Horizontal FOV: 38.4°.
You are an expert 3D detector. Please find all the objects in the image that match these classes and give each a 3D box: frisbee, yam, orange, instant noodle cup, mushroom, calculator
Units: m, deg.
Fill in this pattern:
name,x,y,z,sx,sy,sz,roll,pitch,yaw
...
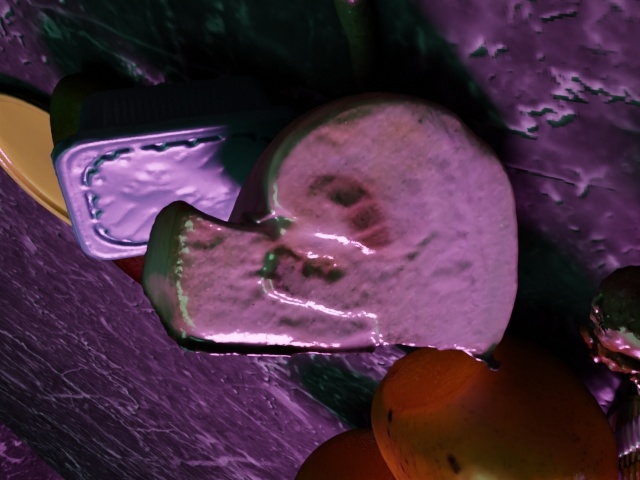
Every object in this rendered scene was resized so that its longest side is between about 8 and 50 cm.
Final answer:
name,x,y,z,sx,sy,sz,roll,pitch,yaw
frisbee,-0.272,-0.073,0.982,0.236,0.017,0.236,26,151,15
yam,0.018,-0.158,0.509,0.029,0.027,0.234,32,155,27
orange,0.065,0.306,1.041,0.206,0.206,0.206,26,152,15
instant noodle cup,-0.102,-0.059,0.689,0.179,0.070,0.157,-8,151,-9
mushroom,0.004,-0.028,0.623,0.236,0.173,0.162,5,-163,-21
calculator,0.244,0.200,0.700,0.033,0.157,0.236,0,161,8

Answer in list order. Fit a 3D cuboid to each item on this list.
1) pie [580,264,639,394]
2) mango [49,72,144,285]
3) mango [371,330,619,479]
name,x,y,z,sx,sy,sz,roll,pitch,yaw
pie,0.314,0.093,0.533,0.274,0.105,0.257,7,158,46
mango,-0.152,-0.029,0.822,0.267,0.111,0.133,53,164,-20
mango,0.134,0.176,0.771,0.191,0.160,0.290,56,164,-10
